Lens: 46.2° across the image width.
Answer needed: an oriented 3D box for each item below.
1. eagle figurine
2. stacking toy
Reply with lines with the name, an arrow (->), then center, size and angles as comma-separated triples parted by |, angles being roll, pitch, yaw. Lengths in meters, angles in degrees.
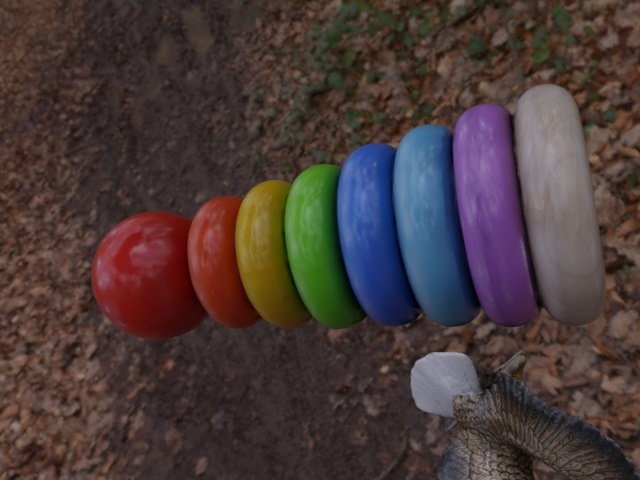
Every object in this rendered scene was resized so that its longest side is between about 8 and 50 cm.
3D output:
eagle figurine -> 0.254, 0.267, 0.933 | 0.225, 0.226, 0.298 | -18, 29, 5
stacking toy -> 0.000, 0.000, 0.480 | 0.331, 0.141, 0.141 | -8, 40, 18
